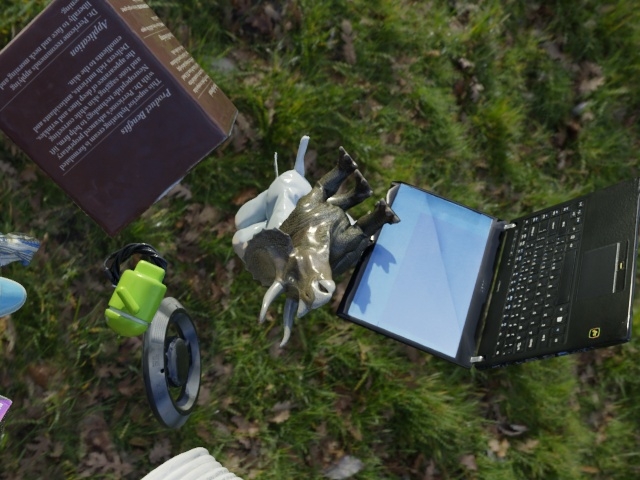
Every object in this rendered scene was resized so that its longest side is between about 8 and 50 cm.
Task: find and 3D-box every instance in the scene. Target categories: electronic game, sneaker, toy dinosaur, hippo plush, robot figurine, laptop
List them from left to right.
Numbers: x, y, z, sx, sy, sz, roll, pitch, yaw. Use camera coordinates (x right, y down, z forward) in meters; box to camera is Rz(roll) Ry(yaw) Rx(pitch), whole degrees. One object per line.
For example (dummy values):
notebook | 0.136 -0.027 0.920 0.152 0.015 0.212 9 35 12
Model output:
sneaker | -0.870 0.133 1.762 0.319 0.208 0.127 5 76 -46
sneaker | -0.514 0.017 1.111 0.135 0.052 0.058 13 102 -49
robot figurine | -0.267 0.088 1.014 0.067 0.101 0.115 25 79 -9
electronic game | -0.261 0.214 1.231 0.048 0.229 0.229 -6 68 8
hippo plush | -0.046 -0.025 1.606 0.237 0.234 0.294 31 54 -30
toy dinosaur | 0.000 0.000 0.754 0.160 0.313 0.121 -38 87 3
laptop | 0.187 0.007 0.764 0.136 0.264 0.234 45 47 -23

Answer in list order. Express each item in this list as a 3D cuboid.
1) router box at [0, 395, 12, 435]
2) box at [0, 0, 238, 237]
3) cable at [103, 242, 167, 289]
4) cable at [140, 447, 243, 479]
router box | -0.364 0.180 0.626 0.133 0.179 0.046 27 37 -10
box | -0.219 -0.149 0.746 0.203 0.168 0.167 49 11 -18
cable | -0.444 0.084 1.696 0.047 0.185 0.150 -17 87 -63
cable | -0.169 0.300 0.621 0.089 0.257 0.257 41 47 14
